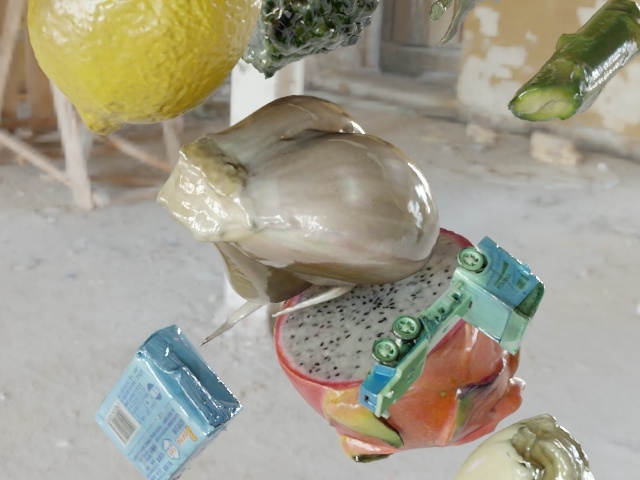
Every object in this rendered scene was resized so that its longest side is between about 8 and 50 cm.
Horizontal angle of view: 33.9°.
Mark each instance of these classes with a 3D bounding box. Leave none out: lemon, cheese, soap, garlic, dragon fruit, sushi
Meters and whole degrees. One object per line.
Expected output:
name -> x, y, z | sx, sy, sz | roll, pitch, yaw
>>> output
lemon -> -0.145, -0.205, 0.876 | 0.188, 0.256, 0.188 | 24, 13, -6
cheese -> 0.228, 0.315, 1.031 | 0.127, 0.233, 0.266 | -11, 54, -31
soap -> -0.207, 0.227, 1.387 | 0.077, 0.293, 0.156 | -35, 81, -38
garlic -> 0.000, 0.000, 1.079 | 0.231, 0.340, 0.246 | 33, 65, 19
dragon fruit -> 0.106, 0.125, 1.221 | 0.291, 0.189, 0.290 | -20, 37, 16
sushi -> -0.061, -0.397, 1.346 | 0.178, 0.352, 0.294 | -22, 14, -12

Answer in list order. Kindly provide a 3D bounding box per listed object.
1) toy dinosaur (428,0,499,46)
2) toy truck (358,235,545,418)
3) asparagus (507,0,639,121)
toy dinosaur -> 0.255, -0.399, 1.513 | 0.077, 0.294, 0.162 | 45, 18, -9
toy truck -> 0.106, 0.079, 0.840 | 0.081, 0.067, 0.175 | 36, 60, 21
asparagus -> 0.306, -0.205, 1.213 | 0.085, 0.082, 0.343 | 43, 41, 4
